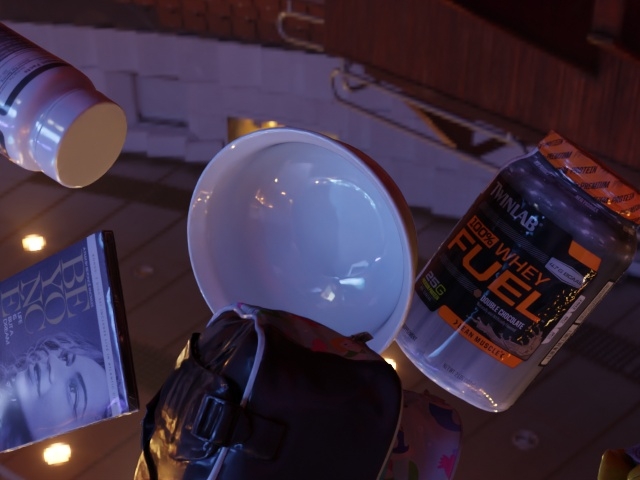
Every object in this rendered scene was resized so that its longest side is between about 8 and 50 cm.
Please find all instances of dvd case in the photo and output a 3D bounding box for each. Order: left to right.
[{"bbox_3d":[-0.254,0.101,0.928,0.221,0.164,0.018,-22,163,38],"label":"dvd case"}]

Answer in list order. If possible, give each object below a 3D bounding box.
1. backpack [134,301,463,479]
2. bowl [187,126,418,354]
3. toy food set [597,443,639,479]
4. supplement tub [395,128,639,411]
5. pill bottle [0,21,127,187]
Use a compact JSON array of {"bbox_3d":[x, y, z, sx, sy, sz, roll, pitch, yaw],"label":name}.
[{"bbox_3d":[-0.034,0.157,0.655,0.191,0.225,0.253,21,176,-19],"label":"backpack"},{"bbox_3d":[0.000,0.000,1.177,0.298,0.297,0.134,15,-156,25],"label":"bowl"},{"bbox_3d":[0.392,0.238,1.009,0.218,0.071,0.128,-1,-143,-17],"label":"toy food set"},{"bbox_3d":[0.261,0.038,1.287,0.207,0.338,0.207,33,-165,-10],"label":"supplement tub"},{"bbox_3d":[-0.423,-0.198,1.417,0.283,0.161,0.161,32,-142,22],"label":"pill bottle"}]
